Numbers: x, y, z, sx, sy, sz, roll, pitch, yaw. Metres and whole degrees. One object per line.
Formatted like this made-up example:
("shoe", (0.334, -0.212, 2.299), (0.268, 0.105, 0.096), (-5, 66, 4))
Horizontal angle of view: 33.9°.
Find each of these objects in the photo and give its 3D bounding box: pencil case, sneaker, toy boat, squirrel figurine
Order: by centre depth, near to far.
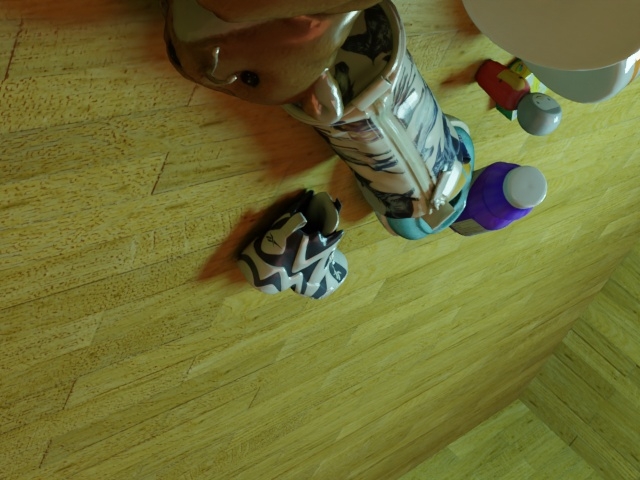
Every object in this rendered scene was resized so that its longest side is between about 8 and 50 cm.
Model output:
("squirrel figurine", (0.036, -0.275, 0.901), (0.397, 0.281, 0.370), (-28, 158, -33))
("pencil case", (0.069, -0.151, 1.266), (0.160, 0.183, 0.410), (-46, 157, 1))
("sneaker", (0.000, 0.000, 1.507), (0.153, 0.094, 0.235), (-47, 149, 23))
("toy boat", (0.214, -0.132, 1.597), (0.318, 0.148, 0.267), (-44, 157, -5))

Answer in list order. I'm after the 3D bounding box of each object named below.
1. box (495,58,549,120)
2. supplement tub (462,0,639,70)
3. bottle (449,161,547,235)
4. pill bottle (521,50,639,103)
("box", (0.370, -0.289, 1.750), (0.179, 0.043, 0.105), (-38, 156, -14))
("supplement tub", (0.286, -0.363, 1.093), (0.235, 0.235, 0.325), (89, 22, -60))
("bottle", (0.291, -0.073, 1.760), (0.118, 0.092, 0.283), (-53, -173, -11))
("pill bottle", (0.470, -0.393, 1.514), (0.392, 0.224, 0.224), (-39, 156, -19))
